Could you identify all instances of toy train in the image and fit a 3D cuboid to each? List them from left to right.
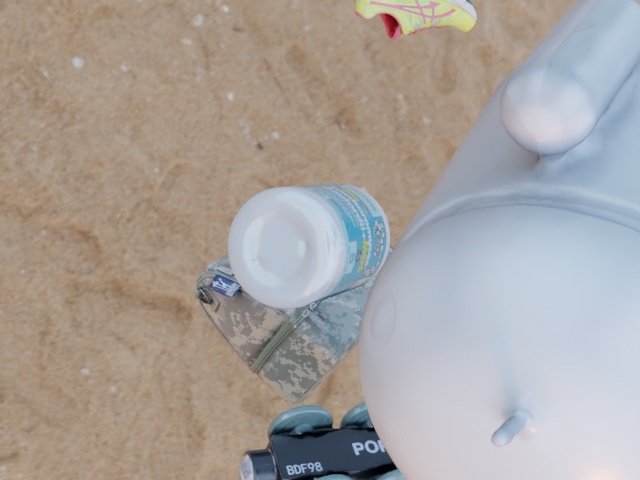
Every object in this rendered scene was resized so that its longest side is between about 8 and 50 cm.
[{"bbox_3d":[0.059,0.283,1.213,0.334,0.190,0.142,-3,44,-22],"label":"toy train"}]

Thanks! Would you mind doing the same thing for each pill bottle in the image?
[{"bbox_3d":[0.000,0.000,1.325,0.264,0.146,0.146,-13,84,-67],"label":"pill bottle"}]

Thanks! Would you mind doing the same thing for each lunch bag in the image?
[{"bbox_3d":[-0.030,0.079,1.693,0.256,0.212,0.305,42,49,6],"label":"lunch bag"}]

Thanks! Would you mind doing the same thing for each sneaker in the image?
[{"bbox_3d":[0.127,-0.318,1.434,0.208,0.081,0.094,13,104,-34],"label":"sneaker"}]

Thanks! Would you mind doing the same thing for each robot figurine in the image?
[{"bbox_3d":[0.146,0.021,0.553,0.353,0.199,0.300,-55,136,-43],"label":"robot figurine"}]
